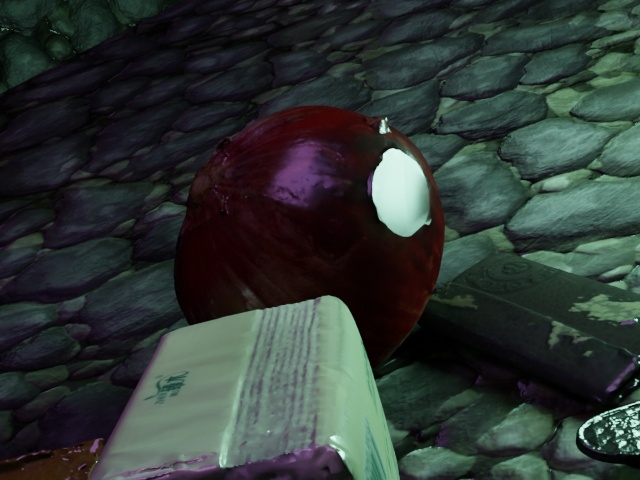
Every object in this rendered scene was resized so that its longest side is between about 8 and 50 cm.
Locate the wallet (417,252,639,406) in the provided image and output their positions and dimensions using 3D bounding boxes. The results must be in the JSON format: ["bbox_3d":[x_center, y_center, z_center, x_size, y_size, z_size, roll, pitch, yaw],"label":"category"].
[{"bbox_3d":[0.264,0.088,1.446,0.170,0.044,0.321,-30,27,-26],"label":"wallet"}]

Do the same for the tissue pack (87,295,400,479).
[{"bbox_3d":[-0.037,0.236,0.981,0.207,0.297,0.380,-13,10,4],"label":"tissue pack"}]

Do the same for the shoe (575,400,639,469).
[{"bbox_3d":[0.315,0.190,1.206,0.179,0.049,0.071,-15,31,-37],"label":"shoe"}]

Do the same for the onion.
[{"bbox_3d":[-0.005,-0.006,1.467,0.341,0.341,0.341,-16,25,8],"label":"onion"}]

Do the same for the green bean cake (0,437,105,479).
[{"bbox_3d":[-0.301,0.322,1.270,0.224,0.131,0.229,-17,28,9],"label":"green bean cake"}]
